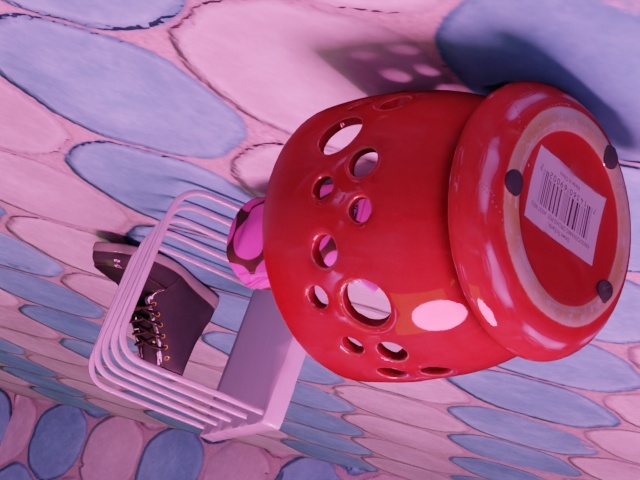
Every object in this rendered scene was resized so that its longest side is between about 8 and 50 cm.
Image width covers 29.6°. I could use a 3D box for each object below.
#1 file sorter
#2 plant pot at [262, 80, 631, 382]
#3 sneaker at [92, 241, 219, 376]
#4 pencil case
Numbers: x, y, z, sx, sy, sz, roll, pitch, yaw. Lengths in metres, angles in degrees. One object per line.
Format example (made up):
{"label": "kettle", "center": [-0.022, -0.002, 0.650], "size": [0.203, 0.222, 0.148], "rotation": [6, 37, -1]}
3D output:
{"label": "file sorter", "center": [-0.122, 0.081, 1.250], "size": [0.173, 0.193, 0.278], "rotation": [24, 162, -11]}
{"label": "plant pot", "center": [0.086, -0.004, 0.766], "size": [0.174, 0.191, 0.191], "rotation": [-4, 153, 46]}
{"label": "sneaker", "center": [-0.208, 0.086, 1.472], "size": [0.083, 0.118, 0.222], "rotation": [6, 160, 35]}
{"label": "pencil case", "center": [0.000, 0.000, 1.023], "size": [0.095, 0.098, 0.209], "rotation": [27, 162, -28]}
